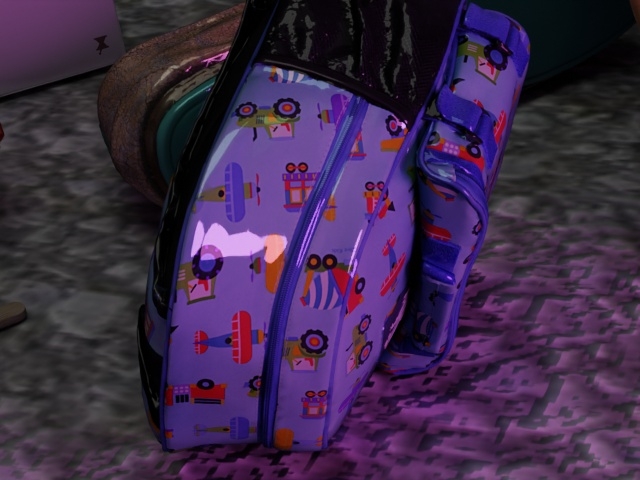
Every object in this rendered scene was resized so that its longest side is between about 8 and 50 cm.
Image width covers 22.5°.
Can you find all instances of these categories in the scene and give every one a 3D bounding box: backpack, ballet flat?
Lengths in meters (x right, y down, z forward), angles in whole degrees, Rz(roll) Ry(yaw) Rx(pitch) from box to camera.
[{"bbox_3d":[0.000,0.000,0.599,0.117,0.158,0.173,16,49,5],"label":"backpack"},{"bbox_3d":[0.025,-0.111,0.822,0.316,0.108,0.106,-22,26,-23],"label":"ballet flat"}]

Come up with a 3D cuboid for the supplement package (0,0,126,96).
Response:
[{"bbox_3d":[-0.245,-0.180,0.950,0.194,0.149,0.203,-18,32,-16],"label":"supplement package"}]

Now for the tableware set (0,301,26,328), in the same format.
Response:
[{"bbox_3d":[-0.242,0.030,0.710,0.194,0.039,0.128,-24,34,-25],"label":"tableware set"}]

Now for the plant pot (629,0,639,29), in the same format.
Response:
[{"bbox_3d":[0.323,-0.195,0.690,0.366,0.366,0.353,1,21,15],"label":"plant pot"}]

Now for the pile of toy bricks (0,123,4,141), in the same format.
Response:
[{"bbox_3d":[-0.268,-0.051,0.806,0.212,0.118,0.105,-22,-13,5],"label":"pile of toy bricks"}]
